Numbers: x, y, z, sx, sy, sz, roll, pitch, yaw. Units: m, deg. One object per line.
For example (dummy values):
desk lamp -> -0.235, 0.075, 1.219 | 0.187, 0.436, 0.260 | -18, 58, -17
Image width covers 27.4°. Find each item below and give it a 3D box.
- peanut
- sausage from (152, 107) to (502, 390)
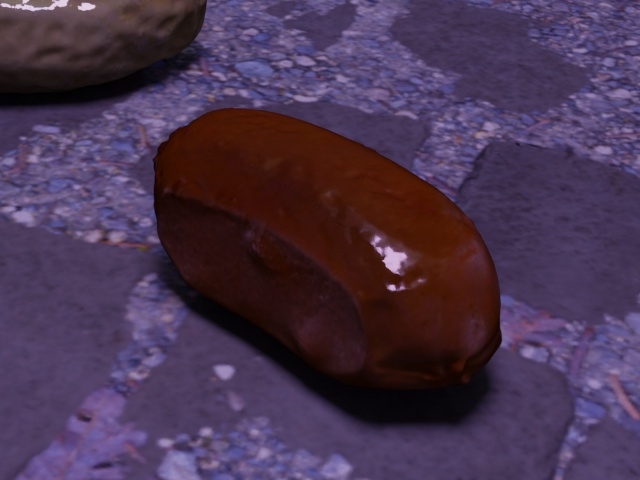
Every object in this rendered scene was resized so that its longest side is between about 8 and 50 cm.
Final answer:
peanut -> -0.243, -0.189, 1.024 | 0.313, 0.152, 0.152 | -1, 35, -12
sausage -> 0.002, -0.001, 0.799 | 0.258, 0.133, 0.133 | 30, 42, 34
